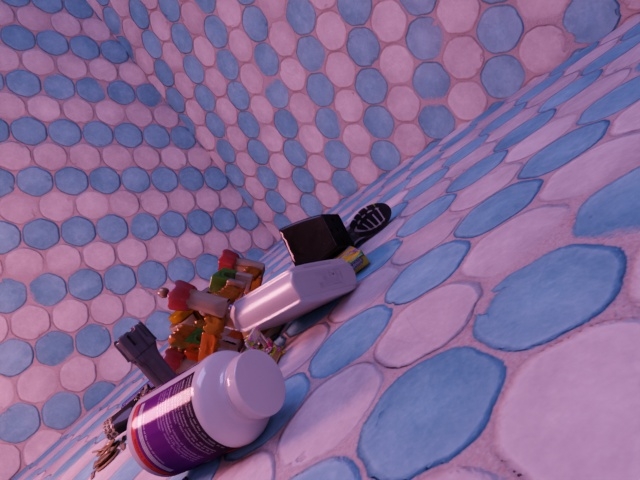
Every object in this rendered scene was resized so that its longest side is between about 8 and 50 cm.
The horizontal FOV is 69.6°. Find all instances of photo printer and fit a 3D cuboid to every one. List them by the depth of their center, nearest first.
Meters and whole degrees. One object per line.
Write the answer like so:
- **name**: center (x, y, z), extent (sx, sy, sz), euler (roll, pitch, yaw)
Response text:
- **photo printer**: center (-0.085, 0.161, 1.285), extent (0.307, 0.107, 0.256), euler (-32, -16, 37)

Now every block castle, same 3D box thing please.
- **block castle**: center (-0.348, 0.223, 1.456), extent (0.453, 0.212, 0.303), euler (-56, -21, -75)

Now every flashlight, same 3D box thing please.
- **flashlight**: center (-0.359, 0.330, 1.101), extent (0.103, 0.304, 0.103), euler (-33, 8, 40)

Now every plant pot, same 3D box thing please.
- **plant pot**: center (0.000, 0.000, 1.620), extent (0.166, 0.188, 0.187), euler (-33, -14, 28)

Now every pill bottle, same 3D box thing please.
- **pill bottle**: center (-0.224, 0.336, 0.911), extent (0.322, 0.182, 0.181), euler (-34, 9, 28)

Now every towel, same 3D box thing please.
- **towel**: center (-0.707, 0.630, 1.984), extent (0.336, 0.040, 0.243), euler (-28, 11, 45)

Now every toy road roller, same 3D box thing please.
- **toy road roller**: center (-0.476, 0.333, 2.039), extent (0.240, 0.203, 0.329), euler (-18, 17, 38)

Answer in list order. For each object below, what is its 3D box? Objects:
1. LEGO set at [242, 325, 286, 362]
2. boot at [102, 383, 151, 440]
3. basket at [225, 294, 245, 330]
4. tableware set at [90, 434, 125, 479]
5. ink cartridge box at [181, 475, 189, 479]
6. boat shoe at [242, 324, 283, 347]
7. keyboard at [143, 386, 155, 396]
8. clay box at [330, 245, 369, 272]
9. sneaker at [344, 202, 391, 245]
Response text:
- **LEGO set**: center (-0.177, 0.290, 1.227), extent (0.132, 0.107, 0.287), euler (-39, 8, -4)
- **boot**: center (-0.687, 0.616, 1.669), extent (0.178, 0.085, 0.236), euler (-30, 9, -18)
- **basket**: center (-0.337, 0.280, 1.824), extent (0.113, 0.167, 0.103), euler (-34, 2, 26)
- **tableware set**: center (-0.719, 0.707, 1.536), extent (0.128, 0.039, 0.194), euler (-42, 9, -23)
- **ink cartridge box**: center (-0.369, 0.546, 0.800), extent (0.332, 0.065, 0.165), euler (-41, 8, -27)
- **boat shoe**: center (-0.155, 0.218, 1.499), extent (0.122, 0.120, 0.324), euler (-33, 9, 32)
- **keyboard**: center (-0.584, 0.569, 1.540), extent (0.108, 0.023, 0.180), euler (-22, 32, 13)
- **clay box**: center (0.079, 0.080, 1.473), extent (0.127, 0.053, 0.222), euler (-38, 8, -2)
- **sneaker**: center (0.137, -0.044, 1.752), extent (0.299, 0.111, 0.121), euler (-35, 4, 9)
